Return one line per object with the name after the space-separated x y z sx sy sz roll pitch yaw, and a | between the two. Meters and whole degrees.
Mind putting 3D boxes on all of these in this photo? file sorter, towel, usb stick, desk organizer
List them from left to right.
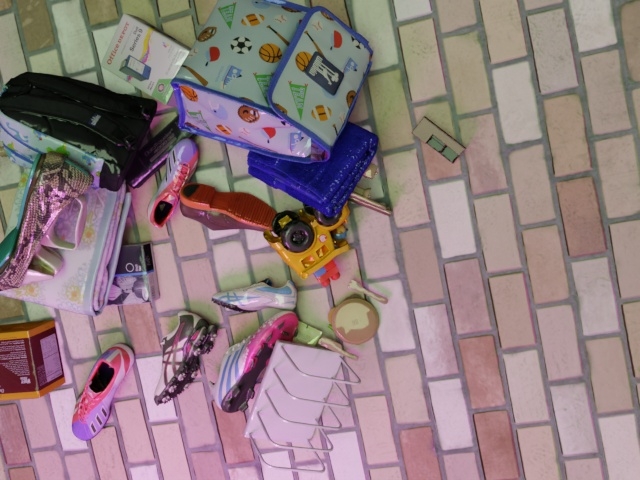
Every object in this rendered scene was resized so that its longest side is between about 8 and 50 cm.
-0.690 -0.007 1.875 0.321 0.090 0.374 11 84 17 | towel
-0.422 -0.245 1.857 0.278 0.045 0.077 -39 82 14 | usb stick
-0.044 0.425 1.763 0.193 0.173 0.277 15 103 -26 | file sorter
-0.030 -0.210 1.677 0.308 0.076 0.227 30 90 36 | towel
0.289 -0.245 1.706 0.130 0.047 0.050 39 106 5 | desk organizer

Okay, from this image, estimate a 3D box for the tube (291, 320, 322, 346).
-0.073 0.334 1.858 0.070 0.062 0.240 16 98 -20 | tube

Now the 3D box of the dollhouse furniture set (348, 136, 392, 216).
0.146 -0.157 1.713 0.123 0.144 0.151 23 87 3 | dollhouse furniture set

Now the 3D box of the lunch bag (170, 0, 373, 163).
-0.101 -0.378 1.618 0.386 0.239 0.327 20 67 6 | lunch bag

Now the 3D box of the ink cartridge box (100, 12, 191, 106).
-0.436 -0.465 1.806 0.212 0.093 0.154 32 103 8 | ink cartridge box

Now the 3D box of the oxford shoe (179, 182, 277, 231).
-0.237 -0.069 1.834 0.272 0.096 0.098 19 135 2 | oxford shoe

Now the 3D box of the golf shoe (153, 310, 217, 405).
-0.389 0.323 1.912 0.120 0.105 0.272 34 97 22 | golf shoe

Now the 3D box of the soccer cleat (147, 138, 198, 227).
-0.383 -0.147 1.827 0.083 0.095 0.248 21 109 -29 | soccer cleat

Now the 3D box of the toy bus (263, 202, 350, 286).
0.000 0.000 1.753 0.220 0.149 0.211 -36 109 -4 | toy bus

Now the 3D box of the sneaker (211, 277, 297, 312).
-0.174 0.145 1.847 0.237 0.085 0.086 -3 71 16 | sneaker

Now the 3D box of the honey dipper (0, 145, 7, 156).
-0.942 -0.246 1.974 0.161 0.030 0.030 -5 97 14 | honey dipper

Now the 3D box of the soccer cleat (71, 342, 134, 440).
-0.632 0.436 1.956 0.109 0.116 0.318 31 102 6 | soccer cleat

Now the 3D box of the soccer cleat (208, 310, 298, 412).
-0.190 0.298 1.842 0.331 0.116 0.143 -55 48 9 | soccer cleat

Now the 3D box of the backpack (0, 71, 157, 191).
-0.640 -0.284 1.770 0.356 0.290 0.273 25 141 -17 | backpack

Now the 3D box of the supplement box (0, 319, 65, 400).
-0.860 0.342 1.985 0.192 0.129 0.194 -7 96 13 | supplement box

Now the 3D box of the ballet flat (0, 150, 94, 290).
-0.695 -0.006 1.725 0.182 0.164 0.482 26 121 -24 | ballet flat

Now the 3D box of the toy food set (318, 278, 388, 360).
0.087 0.207 1.820 0.132 0.038 0.192 28 97 0 | toy food set

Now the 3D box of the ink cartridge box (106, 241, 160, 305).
-0.619 0.101 1.937 0.333 0.065 0.165 -6 97 14 | ink cartridge box
